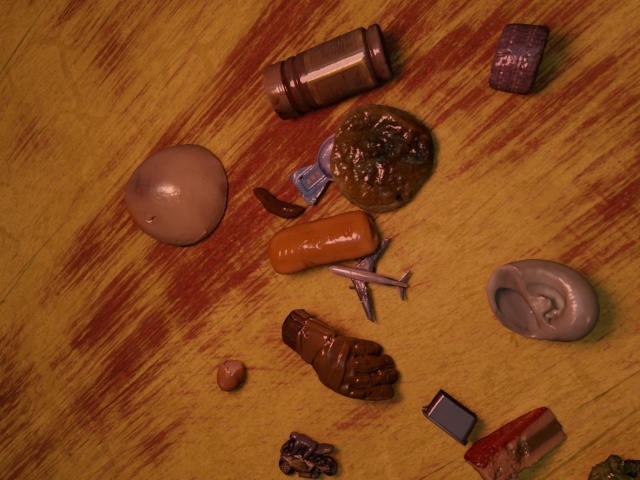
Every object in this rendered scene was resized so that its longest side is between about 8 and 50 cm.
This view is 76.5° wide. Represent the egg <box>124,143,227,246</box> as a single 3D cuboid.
[{"bbox_3d":[-0.462,-0.147,1.241,0.336,0.201,0.338,0,89,20],"label":"egg"}]

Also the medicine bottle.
[{"bbox_3d":[0.020,-0.447,1.088,0.322,0.151,0.151,-13,83,20],"label":"medicine bottle"}]

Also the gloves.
[{"bbox_3d":[0.045,0.303,1.050,0.331,0.141,0.154,30,97,20],"label":"gloves"}]

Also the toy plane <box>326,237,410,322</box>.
[{"bbox_3d":[0.125,0.096,1.072,0.226,0.058,0.226,12,89,25],"label":"toy plane"}]

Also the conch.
[{"bbox_3d":[0.484,0.131,0.896,0.221,0.121,0.185,36,98,23],"label":"conch"}]

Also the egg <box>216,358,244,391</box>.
[{"bbox_3d":[-0.266,0.402,1.201,0.080,0.080,0.097,15,106,21],"label":"egg"}]

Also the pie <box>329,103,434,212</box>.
[{"bbox_3d":[0.150,-0.212,1.040,0.276,0.078,0.277,0,91,2],"label":"pie"}]

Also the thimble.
[{"bbox_3d":[0.450,-0.412,0.924,0.097,0.150,0.150,18,94,23],"label":"thimble"}]

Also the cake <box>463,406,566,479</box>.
[{"bbox_3d":[0.439,0.477,0.942,0.220,0.117,0.086,-30,78,-16],"label":"cake"}]

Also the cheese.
[{"bbox_3d":[0.031,-0.212,1.127,0.244,0.052,0.135,-38,74,16],"label":"cheese"}]

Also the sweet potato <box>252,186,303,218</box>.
[{"bbox_3d":[-0.136,-0.106,1.189,0.182,0.053,0.054,28,137,23],"label":"sweet potato"}]

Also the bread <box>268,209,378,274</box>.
[{"bbox_3d":[0.000,0.000,1.094,0.305,0.091,0.142,-15,61,20],"label":"bread"}]

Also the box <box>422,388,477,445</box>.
[{"bbox_3d":[0.313,0.419,0.973,0.122,0.084,0.069,34,92,18],"label":"box"}]

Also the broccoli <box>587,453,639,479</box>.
[{"bbox_3d":[0.649,0.540,0.757,0.294,0.245,0.265,-22,59,-5],"label":"broccoli"}]

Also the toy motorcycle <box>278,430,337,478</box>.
[{"bbox_3d":[-0.044,0.586,1.115,0.193,0.061,0.124,-17,88,28],"label":"toy motorcycle"}]
